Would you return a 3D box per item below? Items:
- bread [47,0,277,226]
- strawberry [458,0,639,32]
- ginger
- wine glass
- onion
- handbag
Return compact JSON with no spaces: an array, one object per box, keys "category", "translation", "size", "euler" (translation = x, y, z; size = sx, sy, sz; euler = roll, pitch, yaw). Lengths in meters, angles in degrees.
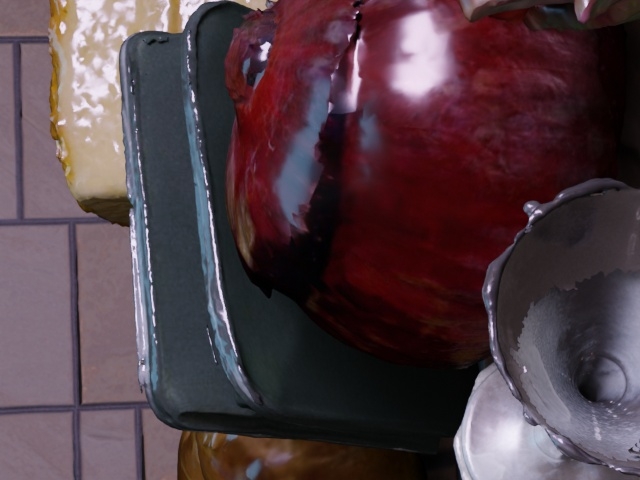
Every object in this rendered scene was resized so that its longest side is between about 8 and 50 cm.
[{"category":"bread","translation":[-0.066,-0.141,1.261],"size":[0.279,0.207,0.279],"euler":[11,-100,-79]},{"category":"strawberry","translation":[0.039,-0.197,0.606],"size":[0.306,0.137,0.233],"euler":[54,-166,7]},{"category":"ginger","translation":[0.005,0.212,1.279],"size":[0.274,0.152,0.357],"euler":[53,164,10]},{"category":"wine glass","translation":[0.115,0.062,0.703],"size":[0.183,0.122,0.122],"euler":[94,171,-69]},{"category":"onion","translation":[0.044,-0.060,0.834],"size":[0.246,0.190,0.246],"euler":[-165,90,-72]},{"category":"handbag","translation":[0.001,-0.001,1.013],"size":[0.079,0.260,0.247],"euler":[-21,68,37]}]
